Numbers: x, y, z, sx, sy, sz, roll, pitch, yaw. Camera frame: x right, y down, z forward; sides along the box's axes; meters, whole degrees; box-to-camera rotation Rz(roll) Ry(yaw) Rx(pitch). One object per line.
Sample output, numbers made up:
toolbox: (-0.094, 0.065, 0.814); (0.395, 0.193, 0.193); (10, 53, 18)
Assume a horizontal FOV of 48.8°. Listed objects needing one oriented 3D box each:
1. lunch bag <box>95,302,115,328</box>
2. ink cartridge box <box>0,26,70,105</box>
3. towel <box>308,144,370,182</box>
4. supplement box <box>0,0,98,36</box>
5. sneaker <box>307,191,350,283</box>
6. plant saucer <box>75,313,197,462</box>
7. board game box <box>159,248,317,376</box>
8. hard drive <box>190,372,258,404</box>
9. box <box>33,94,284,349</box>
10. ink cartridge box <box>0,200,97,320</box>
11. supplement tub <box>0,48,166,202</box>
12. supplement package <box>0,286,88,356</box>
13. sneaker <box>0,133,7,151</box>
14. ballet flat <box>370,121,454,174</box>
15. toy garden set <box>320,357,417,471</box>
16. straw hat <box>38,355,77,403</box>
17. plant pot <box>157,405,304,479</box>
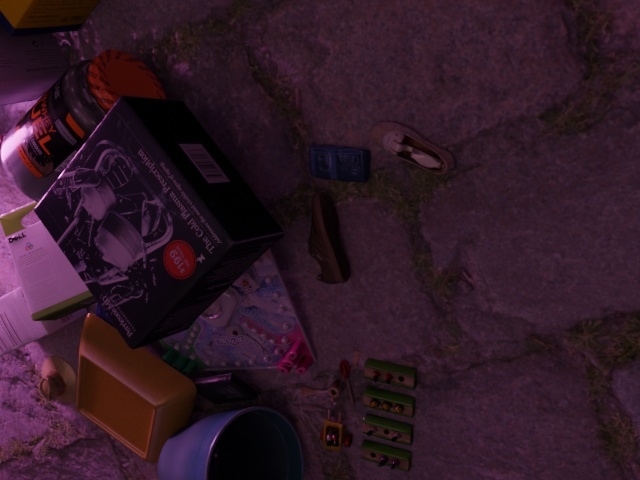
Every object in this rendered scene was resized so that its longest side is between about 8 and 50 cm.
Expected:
lunch bag: (-0.494, 0.151, 1.680); (0.065, 0.067, 0.098); (23, 114, 16)
ink cartridge box: (-0.726, -0.479, 1.445); (0.151, 0.270, 0.395); (-21, 98, 25)
towel: (0.035, -0.146, 1.340); (0.120, 0.029, 0.067); (8, 112, 23)
supplement box: (-0.497, -0.585, 1.340); (0.356, 0.194, 0.195); (-38, 90, 31)
sneaker: (0.000, 0.000, 1.388); (0.071, 0.066, 0.188); (-8, 104, 29)
plant saucer: (-0.472, 0.383, 1.707); (0.333, 0.081, 0.332); (30, 131, 13)
board game box: (-0.245, 0.136, 1.517); (0.390, 0.050, 0.389); (-8, 117, 27)
hard drive: (-0.222, 0.340, 1.612); (0.135, 0.022, 0.094); (-16, 134, 35)
box: (-0.304, -0.035, 1.314); (0.312, 0.179, 0.343); (-44, 77, 25)
ink cartridge box: (-0.592, 0.032, 1.612); (0.189, 0.097, 0.255); (-23, 82, 4)
supplement tub: (-0.486, -0.229, 1.458); (0.338, 0.207, 0.207); (-32, 92, 31)
supplement package: (-0.732, 0.184, 1.766); (0.244, 0.139, 0.133); (-23, 96, 32)
sneaker: (-0.698, -0.233, 1.646); (0.186, 0.069, 0.083); (20, 107, 11)
ballet flat: (0.160, -0.166, 1.258); (0.168, 0.052, 0.057); (25, 117, 16)
toy garden set: (0.093, 0.366, 1.486); (0.204, 0.049, 0.244); (9, 112, 23)
straw hat: (-0.712, 0.385, 1.874); (0.145, 0.061, 0.144); (8, 111, 22)
plant pot: (-0.221, 0.507, 1.581); (0.255, 0.272, 0.271); (-11, 104, 44)
